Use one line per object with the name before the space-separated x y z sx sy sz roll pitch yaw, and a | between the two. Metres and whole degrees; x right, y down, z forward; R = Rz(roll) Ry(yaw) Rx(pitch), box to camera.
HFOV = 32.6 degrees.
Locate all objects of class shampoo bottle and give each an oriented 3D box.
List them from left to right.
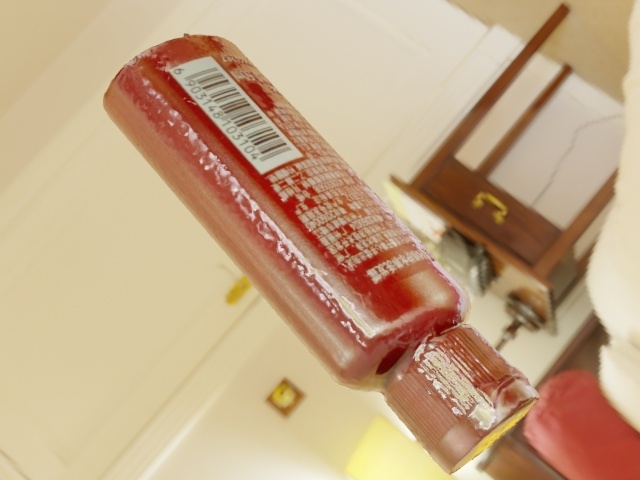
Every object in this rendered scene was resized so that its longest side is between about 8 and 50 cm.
shampoo bottle | -0.001 0.000 0.665 0.314 0.076 0.118 48 -149 18
